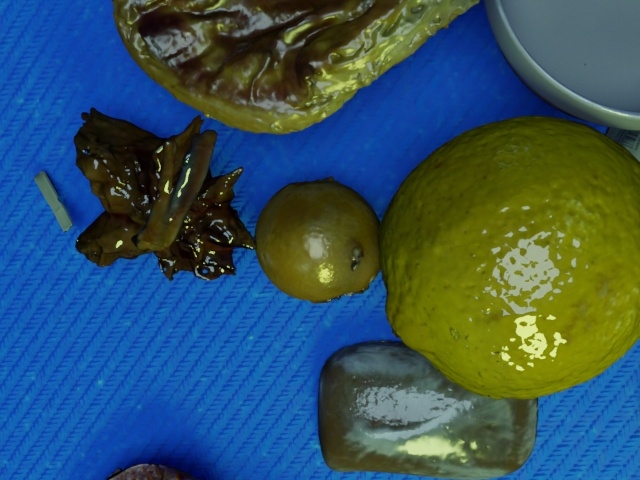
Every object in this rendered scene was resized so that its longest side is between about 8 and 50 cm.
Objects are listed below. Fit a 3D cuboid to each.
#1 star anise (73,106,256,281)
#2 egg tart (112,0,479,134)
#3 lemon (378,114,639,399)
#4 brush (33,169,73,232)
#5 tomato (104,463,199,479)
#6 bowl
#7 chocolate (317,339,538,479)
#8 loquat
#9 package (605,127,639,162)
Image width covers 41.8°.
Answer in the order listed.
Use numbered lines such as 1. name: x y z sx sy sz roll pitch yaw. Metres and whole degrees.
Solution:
1. star anise: -0.164 -0.048 0.850 0.148 0.346 0.237 -38 99 -25
2. egg tart: -0.040 -0.282 0.856 0.351 0.153 0.339 -43 91 9
3. lemon: 0.193 0.016 0.818 0.293 0.293 0.293 1 97 5
4. brush: -0.305 -0.045 0.964 0.016 0.013 0.084 -38 68 9
5. tomato: -0.185 0.367 0.961 0.225 0.085 0.225 -5 78 26
6. bowl: 0.291 -0.237 0.818 0.287 0.144 0.287 0 83 -1
7. chocolate: 0.120 0.198 0.938 0.254 0.080 0.157 1 97 5
8. loquat: 0.000 0.000 0.899 0.141 0.141 0.141 1 97 5
9. package: 0.390 -0.128 0.857 0.173 0.027 0.171 35 101 39
